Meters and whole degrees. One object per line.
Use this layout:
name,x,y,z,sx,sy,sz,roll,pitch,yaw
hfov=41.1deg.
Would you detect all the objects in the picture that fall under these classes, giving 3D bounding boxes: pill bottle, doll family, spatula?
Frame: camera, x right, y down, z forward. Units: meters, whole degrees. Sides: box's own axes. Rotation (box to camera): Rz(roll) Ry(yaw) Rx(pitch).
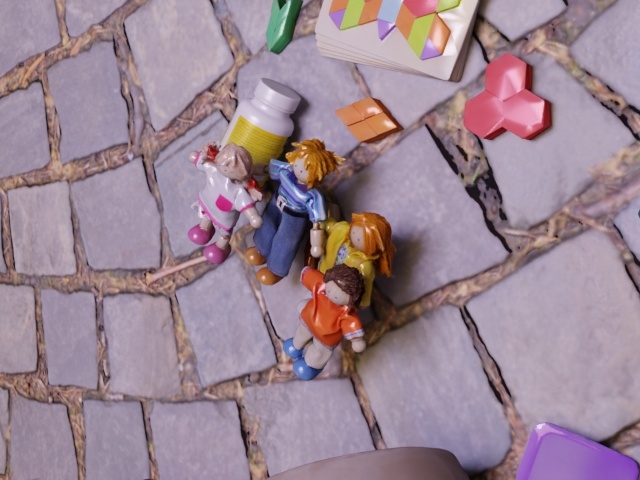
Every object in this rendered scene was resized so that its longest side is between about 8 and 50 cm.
pill bottle,-0.068,-0.111,0.907,0.065,0.065,0.116,40,114,27
doll family,-0.015,-0.008,0.831,0.263,0.118,0.163,47,137,21
spatula,0.298,0.245,0.684,0.296,0.030,0.084,25,107,31

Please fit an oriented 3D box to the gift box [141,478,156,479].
gift box,-0.184,0.429,0.894,0.276,0.255,0.258,8,94,38

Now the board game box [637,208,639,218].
board game box,0.374,0.027,0.472,0.317,0.046,0.213,-18,73,6

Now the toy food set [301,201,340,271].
toy food set,0.000,0.000,0.893,0.078,0.019,0.122,-30,83,32

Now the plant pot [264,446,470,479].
plant pot,0.057,0.335,0.719,0.323,0.323,0.280,-27,59,33

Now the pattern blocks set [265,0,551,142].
pattern blocks set,0.079,-0.235,0.824,0.325,0.026,0.285,10,97,35
